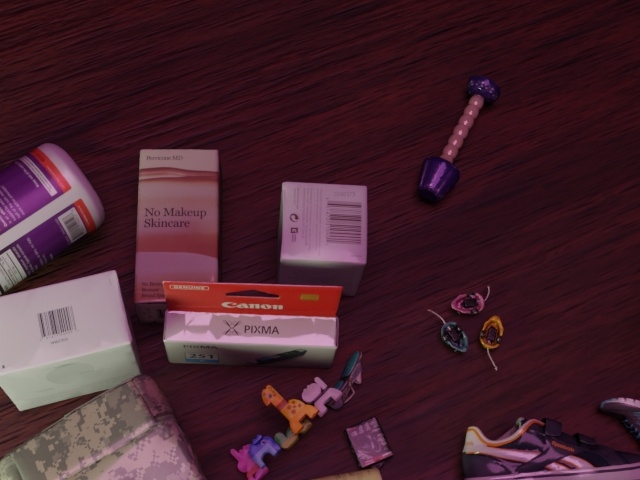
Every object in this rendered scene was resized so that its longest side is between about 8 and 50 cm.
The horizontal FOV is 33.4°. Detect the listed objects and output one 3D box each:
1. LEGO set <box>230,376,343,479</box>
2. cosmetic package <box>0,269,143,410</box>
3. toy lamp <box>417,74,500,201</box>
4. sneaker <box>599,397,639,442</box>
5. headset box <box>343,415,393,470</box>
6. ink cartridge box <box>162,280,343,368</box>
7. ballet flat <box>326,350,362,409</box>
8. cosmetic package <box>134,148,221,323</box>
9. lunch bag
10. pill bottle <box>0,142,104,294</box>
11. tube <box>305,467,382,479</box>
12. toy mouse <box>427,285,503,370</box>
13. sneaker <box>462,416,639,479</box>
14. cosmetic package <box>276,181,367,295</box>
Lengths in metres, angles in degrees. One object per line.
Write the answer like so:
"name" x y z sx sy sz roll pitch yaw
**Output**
"LEGO set" -0.076 0.306 1.821 0.227 0.087 0.093 -44 74 -9
"cosmetic package" -0.428 0.171 1.791 0.224 0.224 0.138 -13 67 -10
"toy lamp" 0.267 -0.195 2.074 0.080 0.080 0.274 28 69 7
"sneaker" 0.575 0.330 1.893 0.166 0.065 0.076 17 72 4
"headset box" 0.085 0.357 1.859 0.062 0.032 0.083 -21 72 -12
"ink cartridge box" -0.117 0.148 1.805 0.296 0.261 0.066 2 67 -3
"ballet flat" 0.050 0.253 1.900 0.041 0.041 0.114 30 69 8
"cosmetic package" -0.254 -0.007 1.929 0.153 0.129 0.296 -2 68 -4
"lunch bag" -0.327 0.408 1.696 0.305 0.212 0.256 -29 61 -16
"pill bottle" -0.556 -0.019 1.883 0.323 0.181 0.181 -36 75 -17
"tube" -0.014 0.430 1.798 0.240 0.070 0.062 -7 56 -9
"toy mouse" 0.263 0.151 1.957 0.143 0.031 0.161 13 67 1
"sneaker" 0.402 0.364 1.830 0.321 0.126 0.127 -2 74 -4
"cosmetic package" 0.000 0.000 1.915 0.151 0.183 0.151 3 68 -4
